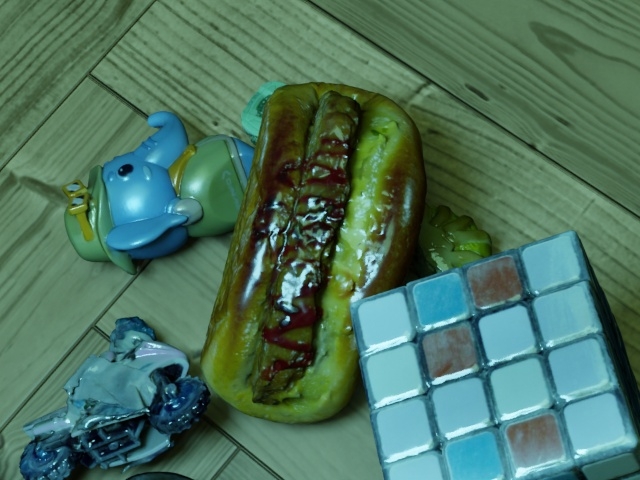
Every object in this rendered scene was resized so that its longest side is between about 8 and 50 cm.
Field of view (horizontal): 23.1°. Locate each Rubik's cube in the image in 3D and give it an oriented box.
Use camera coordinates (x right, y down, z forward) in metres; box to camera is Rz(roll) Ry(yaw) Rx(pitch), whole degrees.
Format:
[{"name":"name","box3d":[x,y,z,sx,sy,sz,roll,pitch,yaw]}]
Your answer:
[{"name":"Rubik's cube","box3d":[0.201,0.181,1.626,0.253,0.256,0.259,-19,58,11]}]

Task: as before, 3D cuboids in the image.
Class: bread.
[{"name":"bread","box3d":[0.155,0.015,1.828,0.094,0.083,0.157,-14,64,-9]}]

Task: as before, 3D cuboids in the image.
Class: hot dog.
[{"name":"hot dog","box3d":[-0.002,0.000,1.754,0.185,0.223,0.405,16,76,-10]}]

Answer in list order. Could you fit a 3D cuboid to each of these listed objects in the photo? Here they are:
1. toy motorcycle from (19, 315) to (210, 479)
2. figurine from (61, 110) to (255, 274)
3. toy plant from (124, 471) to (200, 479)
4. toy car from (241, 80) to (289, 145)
[{"name":"toy motorcycle","box3d":[-0.240,0.176,1.822,0.239,0.108,0.204,-12,43,4]},{"name":"figurine","box3d":[-0.188,-0.058,1.902,0.262,0.154,0.180,-28,55,-20]},{"name":"toy plant","box3d":[-0.194,0.364,1.690,0.218,0.235,0.175,25,35,11]},{"name":"toy car","box3d":[-0.012,-0.135,1.930,0.186,0.058,0.093,31,75,22]}]
